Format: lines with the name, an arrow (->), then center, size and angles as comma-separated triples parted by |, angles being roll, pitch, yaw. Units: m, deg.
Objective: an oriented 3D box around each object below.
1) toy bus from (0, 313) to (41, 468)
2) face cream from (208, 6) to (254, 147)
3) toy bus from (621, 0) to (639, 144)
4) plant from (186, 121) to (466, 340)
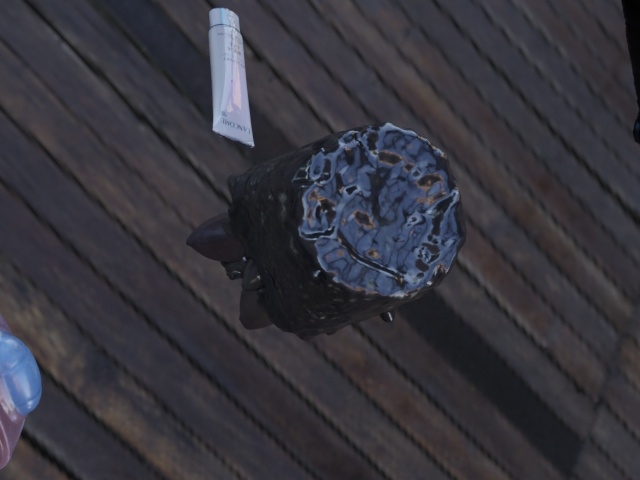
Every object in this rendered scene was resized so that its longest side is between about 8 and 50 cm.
toy bus -> -0.365, 0.150, 1.204 | 0.294, 0.232, 0.197 | -68, 150, -54
face cream -> -0.067, -0.119, 1.025 | 0.038, 0.020, 0.115 | 21, 52, -38
toy bus -> 0.279, -0.158, 1.046 | 0.092, 0.093, 0.409 | -41, 144, -11
plant -> 0.000, 0.000, 1.288 | 0.194, 0.321, 0.181 | -17, 85, -18
